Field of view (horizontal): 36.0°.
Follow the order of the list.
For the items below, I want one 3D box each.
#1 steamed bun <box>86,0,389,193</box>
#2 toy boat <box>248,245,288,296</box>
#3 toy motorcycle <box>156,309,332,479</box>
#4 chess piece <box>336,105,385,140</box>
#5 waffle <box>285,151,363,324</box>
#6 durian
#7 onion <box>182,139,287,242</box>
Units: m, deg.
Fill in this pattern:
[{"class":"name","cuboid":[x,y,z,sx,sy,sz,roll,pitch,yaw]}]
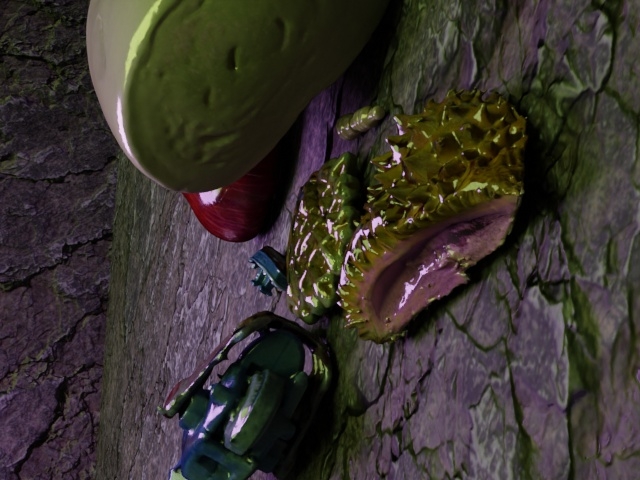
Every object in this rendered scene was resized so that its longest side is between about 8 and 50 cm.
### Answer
[{"class":"steamed bun","cuboid":[-0.135,-0.308,1.314,0.456,0.290,0.371,-52,28,7]},{"class":"toy boat","cuboid":[-0.074,0.048,1.445,0.060,0.060,0.137,-56,27,3]},{"class":"toy motorcycle","cuboid":[-0.091,0.234,1.314,0.182,0.241,0.319,49,134,12]},{"class":"chess piece","cuboid":[0.054,-0.152,1.239,0.092,0.035,0.035,-16,66,64]},{"class":"waffle","cuboid":[-0.002,-0.001,1.285,0.204,0.054,0.223,164,116,-67]},{"class":"durian","cuboid":[0.087,-0.035,0.978,0.341,0.112,0.191,126,146,-54]},{"class":"onion","cuboid":[-0.144,-0.117,1.599,0.248,0.161,0.248,13,106,53]}]
